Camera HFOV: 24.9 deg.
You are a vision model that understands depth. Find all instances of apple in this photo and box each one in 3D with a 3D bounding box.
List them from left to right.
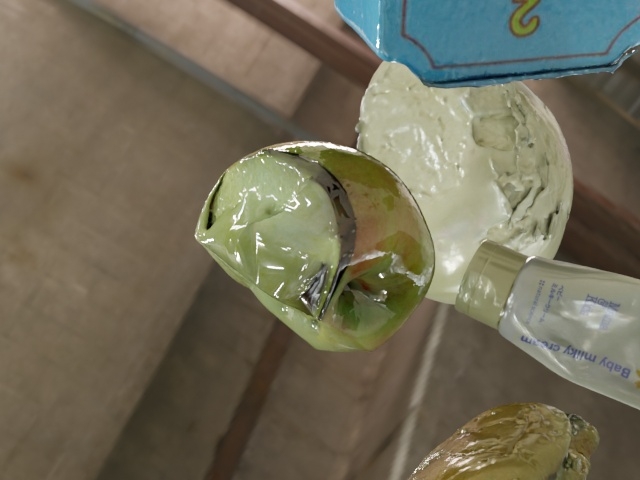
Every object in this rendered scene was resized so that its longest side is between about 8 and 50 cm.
[{"bbox_3d":[0.000,0.000,1.334,0.174,0.207,0.188,-33,-137,-17],"label":"apple"}]

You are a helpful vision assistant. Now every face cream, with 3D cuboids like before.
[{"bbox_3d":[0.231,0.072,1.243,0.224,0.114,0.070,25,-154,17],"label":"face cream"}]

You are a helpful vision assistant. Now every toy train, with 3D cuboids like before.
[{"bbox_3d":[0.177,-0.284,1.382,0.300,0.265,0.188,-7,-151,-16],"label":"toy train"}]

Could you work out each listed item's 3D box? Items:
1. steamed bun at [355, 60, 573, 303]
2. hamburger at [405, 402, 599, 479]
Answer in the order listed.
[{"bbox_3d":[0.206,-0.086,1.864,0.312,0.233,0.333,13,-110,-61],"label":"steamed bun"},{"bbox_3d":[0.131,0.260,1.355,0.134,0.265,0.285,36,-156,5],"label":"hamburger"}]
